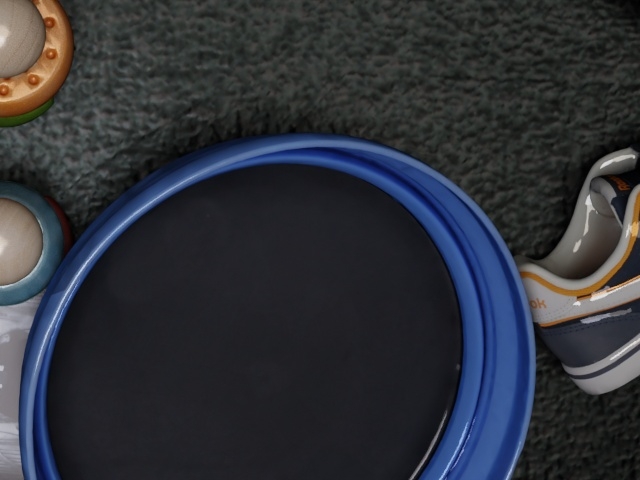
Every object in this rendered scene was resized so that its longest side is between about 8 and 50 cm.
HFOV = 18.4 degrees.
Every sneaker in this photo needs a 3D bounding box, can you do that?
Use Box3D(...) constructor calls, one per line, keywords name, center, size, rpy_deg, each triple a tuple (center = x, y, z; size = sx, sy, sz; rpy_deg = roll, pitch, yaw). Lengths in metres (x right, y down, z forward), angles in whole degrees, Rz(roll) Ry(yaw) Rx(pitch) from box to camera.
Box3D(name="sneaker", center=(0.287, -0.029, 1.480), size=(0.321, 0.126, 0.127), rpy_deg=(-40, 105, 0))

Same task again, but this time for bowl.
Box3D(name="bowl", center=(-0.032, 0.109, 1.428), size=(0.391, 0.077, 0.391), rpy_deg=(-7, 108, -21))

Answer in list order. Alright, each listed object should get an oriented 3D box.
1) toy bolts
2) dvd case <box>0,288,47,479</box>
Box3D(name="toy bolts", center=(-0.262, -0.060, 1.370), size=(0.218, 0.158, 0.229), rpy_deg=(-15, 91, -8))
Box3D(name="dvd case", center=(-0.266, 0.097, 1.471), size=(0.238, 0.029, 0.179), rpy_deg=(6, 95, -8))
